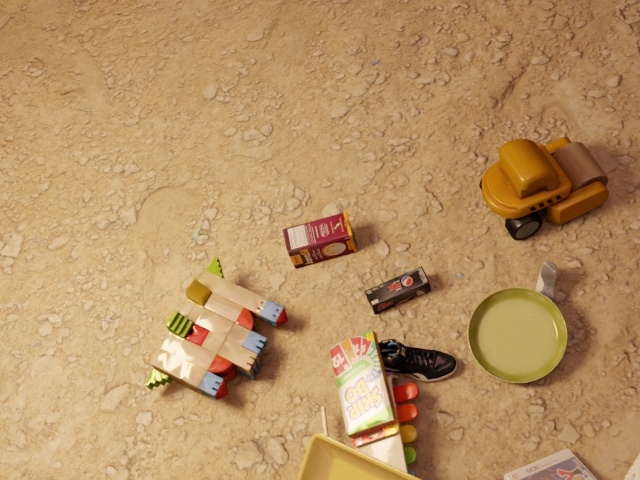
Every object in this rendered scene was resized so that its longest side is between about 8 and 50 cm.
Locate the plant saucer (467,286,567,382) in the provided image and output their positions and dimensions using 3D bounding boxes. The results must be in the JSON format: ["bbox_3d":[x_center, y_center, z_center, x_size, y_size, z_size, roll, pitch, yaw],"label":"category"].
[{"bbox_3d":[0.490,0.237,1.869,0.240,0.037,0.241,-6,70,16],"label":"plant saucer"}]

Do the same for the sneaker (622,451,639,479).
[{"bbox_3d":[0.704,0.535,1.646,0.094,0.090,0.235,4,60,26],"label":"sneaker"}]

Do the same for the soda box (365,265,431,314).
[{"bbox_3d":[0.207,0.134,1.997,0.168,0.060,0.053,-23,57,0],"label":"soda box"}]

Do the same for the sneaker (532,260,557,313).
[{"bbox_3d":[0.578,0.132,1.924,0.053,0.061,0.152,13,83,11],"label":"sneaker"}]

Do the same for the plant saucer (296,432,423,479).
[{"bbox_3d":[0.080,0.640,1.653,0.332,0.081,0.333,15,84,36],"label":"plant saucer"}]

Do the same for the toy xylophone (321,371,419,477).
[{"bbox_3d":[0.122,0.473,1.805,0.236,0.081,0.323,-12,60,23],"label":"toy xylophone"}]

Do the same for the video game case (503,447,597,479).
[{"bbox_3d":[0.534,0.559,1.633,0.183,0.023,0.201,-14,38,-21],"label":"video game case"}]

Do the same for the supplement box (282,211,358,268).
[{"bbox_3d":[0.000,0.000,2.095,0.188,0.104,0.081,-16,59,4],"label":"supplement box"}]

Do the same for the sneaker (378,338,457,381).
[{"bbox_3d":[0.229,0.296,1.864,0.216,0.121,0.079,0,62,13],"label":"sneaker"}]

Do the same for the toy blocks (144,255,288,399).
[{"bbox_3d":[-0.255,0.267,1.976,0.260,0.191,0.382,24,68,12],"label":"toy blocks"}]

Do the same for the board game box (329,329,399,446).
[{"bbox_3d":[0.103,0.355,1.807,0.124,0.039,0.260,-24,57,17],"label":"board game box"}]

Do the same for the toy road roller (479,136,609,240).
[{"bbox_3d":[0.589,-0.171,1.980,0.329,0.241,0.203,-24,59,-2],"label":"toy road roller"}]
